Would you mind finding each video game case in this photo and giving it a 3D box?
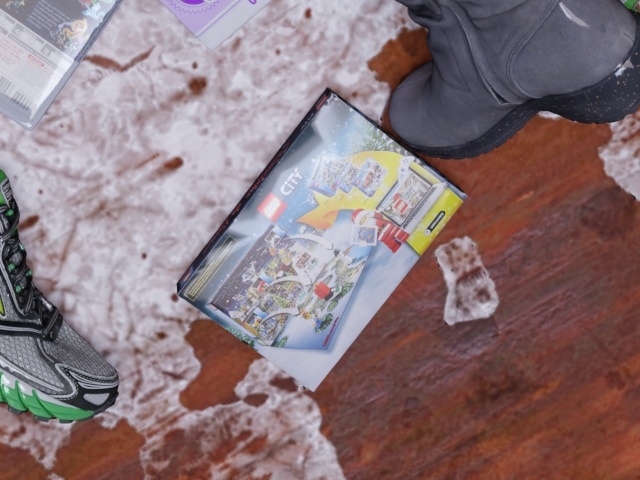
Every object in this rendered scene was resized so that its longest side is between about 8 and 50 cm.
[{"bbox_3d":[-0.285,-0.219,1.350,0.190,0.022,0.173,35,97,-10],"label":"video game case"}]

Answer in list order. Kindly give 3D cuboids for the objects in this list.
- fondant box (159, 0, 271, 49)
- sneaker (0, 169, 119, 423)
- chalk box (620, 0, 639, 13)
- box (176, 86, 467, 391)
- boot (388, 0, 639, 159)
[{"bbox_3d":[-0.045,-0.341,1.175,0.330,0.096,0.238,-38,115,19],"label":"fondant box"},{"bbox_3d":[-0.300,0.025,1.343,0.146,0.134,0.343,-44,102,4],"label":"sneaker"},{"bbox_3d":[0.208,-0.261,1.311,0.213,0.132,0.132,28,100,-43],"label":"chalk box"},{"bbox_3d":[0.000,0.000,1.411,0.159,0.044,0.233,37,97,-12],"label":"box"},{"bbox_3d":[0.101,-0.178,1.234,0.223,0.338,0.118,31,69,-23],"label":"boot"}]
